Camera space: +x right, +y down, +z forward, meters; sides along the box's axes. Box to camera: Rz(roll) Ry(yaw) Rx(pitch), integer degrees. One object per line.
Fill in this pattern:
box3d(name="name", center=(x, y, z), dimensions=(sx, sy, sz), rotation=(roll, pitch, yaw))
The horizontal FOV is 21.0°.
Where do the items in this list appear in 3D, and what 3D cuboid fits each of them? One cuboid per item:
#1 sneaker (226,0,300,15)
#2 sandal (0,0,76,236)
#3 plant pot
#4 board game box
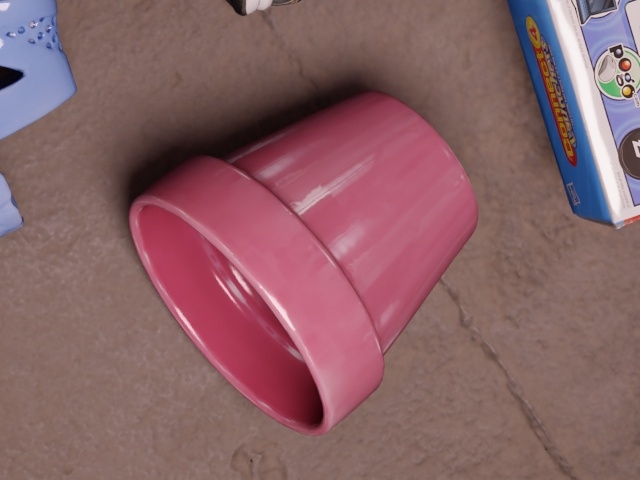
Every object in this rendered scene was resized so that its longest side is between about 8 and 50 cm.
box3d(name="sneaker", center=(-0.033, -0.249, 1.204), dimensions=(0.077, 0.072, 0.178), rotation=(-7, 104, -22))
box3d(name="sandal", center=(-0.223, -0.127, 1.150), dimensions=(0.138, 0.126, 0.317), rotation=(24, 98, -16))
box3d(name="plant pot", center=(0.000, 0.000, 1.171), dimensions=(0.180, 0.201, 0.201), rotation=(-40, 101, -21))
box3d(name="board game box", center=(0.276, -0.203, 1.158), dimensions=(0.302, 0.086, 0.308), rotation=(-19, 99, -9))
